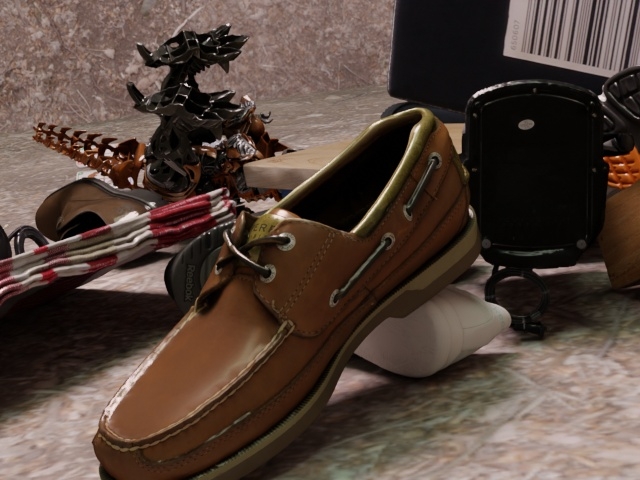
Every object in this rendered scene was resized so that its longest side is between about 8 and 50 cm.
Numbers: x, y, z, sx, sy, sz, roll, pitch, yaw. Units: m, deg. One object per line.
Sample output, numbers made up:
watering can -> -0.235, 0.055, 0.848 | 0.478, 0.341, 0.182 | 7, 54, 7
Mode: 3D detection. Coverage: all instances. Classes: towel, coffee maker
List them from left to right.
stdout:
towel -> -0.240, 0.042, 0.954 | 0.237, 0.037, 0.329 | -24, 0, 34
coffee maker -> 0.145, -0.032, 0.882 | 0.120, 0.171, 0.178 | 24, 4, 4

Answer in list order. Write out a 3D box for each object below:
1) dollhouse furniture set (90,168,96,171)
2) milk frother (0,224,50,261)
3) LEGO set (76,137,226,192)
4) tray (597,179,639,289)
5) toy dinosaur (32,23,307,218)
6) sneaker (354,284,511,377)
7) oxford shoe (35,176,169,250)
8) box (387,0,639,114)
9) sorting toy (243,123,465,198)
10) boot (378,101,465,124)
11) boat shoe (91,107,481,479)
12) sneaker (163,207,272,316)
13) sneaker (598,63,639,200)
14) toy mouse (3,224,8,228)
dollhouse furniture set -> -0.349, -0.088, 1.654 | 0.114, 0.081, 0.091 | 2, 15, 38
milk frother -> -0.346, 0.026, 1.130 | 0.135, 0.143, 0.129 | -10, 43, 33
LEGO set -> -0.204, -0.075, 1.569 | 0.244, 0.060, 0.182 | -7, 37, -5
tray -> 0.348, -0.059, 0.722 | 0.203, 0.076, 0.411 | -11, -10, -13
toy dinosaur -> -0.146, -0.100, 1.299 | 0.322, 0.218, 0.164 | -11, 48, -20
sneaker -> 0.040, 0.044, 0.833 | 0.094, 0.080, 0.212 | -11, 21, -39
oxford shoe -> -0.262, -0.019, 1.286 | 0.096, 0.082, 0.227 | -27, 19, -38
box -> 0.408, -0.291, 1.376 | 0.480, 0.297, 0.472 | 18, 25, 30
sorting toy -> 0.099, -0.056, 1.200 | 0.255, 0.089, 0.257 | -16, 14, -35
boot -> 0.217, -0.150, 1.550 | 0.207, 0.094, 0.246 | -4, 6, 36
boat shoe -> -0.024, 0.026, 0.688 | 0.111, 0.104, 0.307 | 12, 41, 39
sneaker -> 0.000, 0.000, 0.984 | 0.286, 0.109, 0.130 | -10, 5, -21
sneaker -> 0.268, -0.073, 0.982 | 0.121, 0.099, 0.262 | -6, -18, -34
toy mouse -> -0.426, 0.012, 1.358 | 0.143, 0.031, 0.161 | -19, 16, -40
